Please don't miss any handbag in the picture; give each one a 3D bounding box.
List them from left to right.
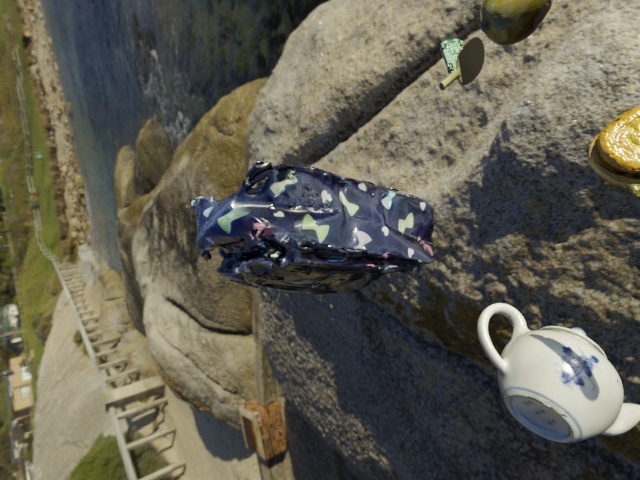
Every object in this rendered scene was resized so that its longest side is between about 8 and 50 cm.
[{"bbox_3d":[0.000,0.000,0.439,0.162,0.260,0.113,-14,73,50],"label":"handbag"}]

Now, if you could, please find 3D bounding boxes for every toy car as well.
[{"bbox_3d":[0.507,-0.687,1.523,0.058,0.093,0.186,88,173,-69],"label":"toy car"}]

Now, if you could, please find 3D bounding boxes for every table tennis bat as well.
[{"bbox_3d":[0.304,-0.367,0.852,0.013,0.156,0.087,29,153,43],"label":"table tennis bat"}]

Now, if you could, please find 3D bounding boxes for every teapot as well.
[{"bbox_3d":[0.563,0.308,0.944,0.424,0.280,0.252,38,150,16],"label":"teapot"}]

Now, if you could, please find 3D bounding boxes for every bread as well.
[{"bbox_3d":[0.880,-0.265,1.109,0.236,0.120,0.198,-42,57,11],"label":"bread"}]

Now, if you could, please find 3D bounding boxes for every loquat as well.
[{"bbox_3d":[0.459,-0.550,0.930,0.195,0.152,0.152,-40,57,4],"label":"loquat"}]

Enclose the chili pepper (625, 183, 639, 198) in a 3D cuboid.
[{"bbox_3d":[0.520,-0.054,0.534,0.043,0.049,0.208,-61,18,-6],"label":"chili pepper"}]
